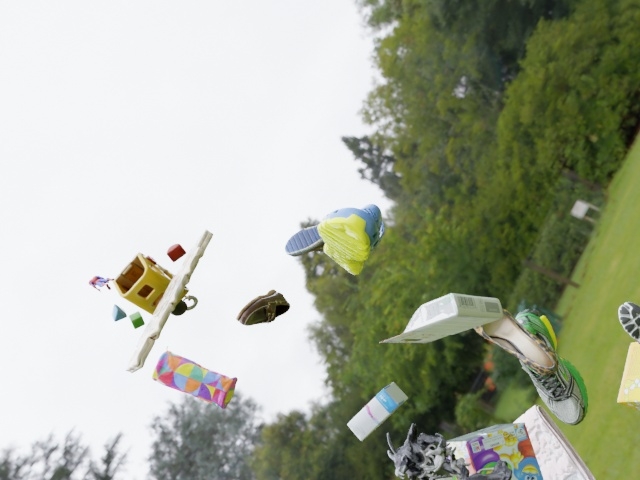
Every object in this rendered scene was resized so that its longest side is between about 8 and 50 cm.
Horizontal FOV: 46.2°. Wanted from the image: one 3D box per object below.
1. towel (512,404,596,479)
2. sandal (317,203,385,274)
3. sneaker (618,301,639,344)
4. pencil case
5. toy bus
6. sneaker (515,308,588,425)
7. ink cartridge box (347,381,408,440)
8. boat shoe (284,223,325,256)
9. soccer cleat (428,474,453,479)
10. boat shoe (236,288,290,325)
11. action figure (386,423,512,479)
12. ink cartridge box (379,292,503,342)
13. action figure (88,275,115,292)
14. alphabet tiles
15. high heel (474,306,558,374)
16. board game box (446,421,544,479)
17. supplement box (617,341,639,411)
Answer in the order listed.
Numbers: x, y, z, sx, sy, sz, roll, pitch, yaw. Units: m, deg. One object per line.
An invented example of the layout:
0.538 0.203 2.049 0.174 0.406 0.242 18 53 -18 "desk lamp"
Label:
0.638 0.710 2.246 0.053 0.317 0.332 -3 -40 -44 "towel"
0.077 -0.026 1.580 0.138 0.126 0.317 -52 -4 -8 "sandal"
0.789 0.228 1.848 0.068 0.170 0.071 -36 0 -1 "sneaker"
-0.349 0.383 2.079 0.104 0.236 0.104 22 -90 -80 "pencil case"
-0.352 0.119 1.649 0.202 0.104 0.191 -12 -57 -25 "toy bus"
0.632 0.372 2.115 0.134 0.343 0.146 -31 -3 30 "sneaker"
0.126 0.378 1.658 0.122 0.052 0.088 -48 -16 13 "ink cartridge box"
0.000 0.000 1.894 0.183 0.066 0.066 -25 -40 8 "boat shoe"
0.352 0.608 1.732 0.318 0.116 0.108 12 -40 -36 "soccer cleat"
-0.145 0.184 1.979 0.073 0.073 0.207 -55 -14 26 "boat shoe"
0.235 0.464 1.476 0.141 0.276 0.164 -30 -56 -54 "action figure"
0.265 0.178 1.676 0.181 0.056 0.225 9 -25 -44 "ink cartridge box"
-0.564 0.109 1.924 0.038 0.115 0.030 -51 -53 -29 "action figure"
-0.281 0.114 1.397 0.284 0.021 0.278 -64 12 -22 "alphabet tiles"
0.472 0.230 1.857 0.093 0.261 0.186 -51 8 -3 "high heel"
0.380 0.537 1.564 0.142 0.275 0.144 -13 -13 -16 "board game box"
1.033 0.395 2.102 0.356 0.194 0.195 130 161 -73 "supplement box"
